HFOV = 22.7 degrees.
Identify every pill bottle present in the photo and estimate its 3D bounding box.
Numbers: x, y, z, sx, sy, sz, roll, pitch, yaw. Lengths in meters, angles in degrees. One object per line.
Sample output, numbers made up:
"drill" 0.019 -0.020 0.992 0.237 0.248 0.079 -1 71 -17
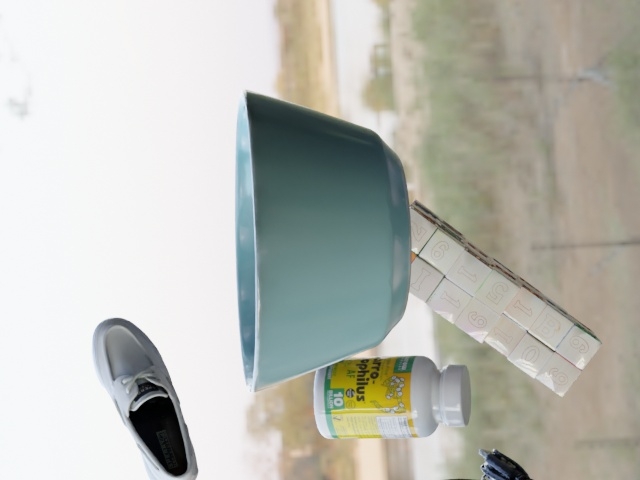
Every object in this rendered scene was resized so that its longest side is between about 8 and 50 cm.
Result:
"pill bottle" 0.104 0.222 2.255 0.117 0.208 0.117 -2 -90 -74

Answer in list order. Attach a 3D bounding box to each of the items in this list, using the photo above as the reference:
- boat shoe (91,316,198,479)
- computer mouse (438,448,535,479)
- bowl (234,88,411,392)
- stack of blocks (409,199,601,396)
"boat shoe" -0.227 0.208 2.108 0.258 0.095 0.084 59 162 14
"computer mouse" 0.185 0.360 2.165 0.188 0.272 0.072 38 140 54
"bowl" 0.000 0.000 1.637 0.311 0.163 0.311 180 90 -83
"stack of blocks" 0.211 0.073 2.027 0.087 0.297 0.171 -54 -1 7
